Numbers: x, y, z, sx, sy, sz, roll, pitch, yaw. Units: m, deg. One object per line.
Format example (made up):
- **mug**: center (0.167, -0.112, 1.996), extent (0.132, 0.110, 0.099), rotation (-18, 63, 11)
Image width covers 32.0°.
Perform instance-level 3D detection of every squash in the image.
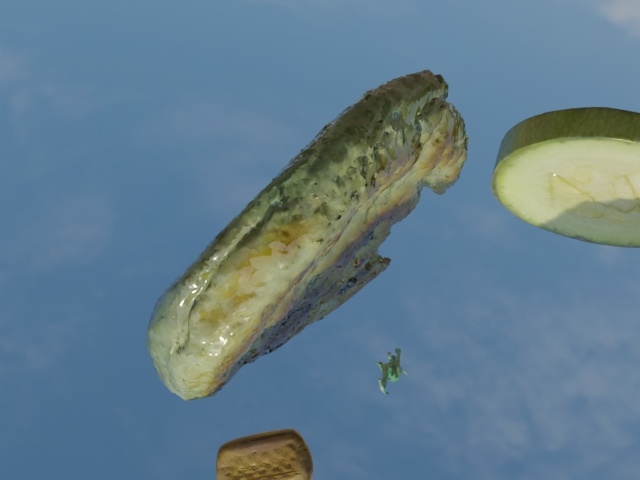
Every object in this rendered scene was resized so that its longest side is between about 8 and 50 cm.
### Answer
- **squash**: center (0.313, -0.062, 1.197), extent (0.252, 0.252, 0.049), rotation (14, -111, 6)

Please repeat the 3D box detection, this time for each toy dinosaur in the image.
- **toy dinosaur**: center (0.091, 0.167, 1.373), extent (0.021, 0.083, 0.062), rotation (-9, -130, 29)

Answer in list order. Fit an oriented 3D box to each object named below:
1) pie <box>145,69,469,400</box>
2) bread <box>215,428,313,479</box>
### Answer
- **pie**: center (-0.004, 0.002, 0.796), extent (0.067, 0.302, 0.302), rotation (44, -139, 11)
- **bread**: center (-0.065, 0.266, 1.311), extent (0.115, 0.082, 0.056), rotation (-17, 170, 2)
